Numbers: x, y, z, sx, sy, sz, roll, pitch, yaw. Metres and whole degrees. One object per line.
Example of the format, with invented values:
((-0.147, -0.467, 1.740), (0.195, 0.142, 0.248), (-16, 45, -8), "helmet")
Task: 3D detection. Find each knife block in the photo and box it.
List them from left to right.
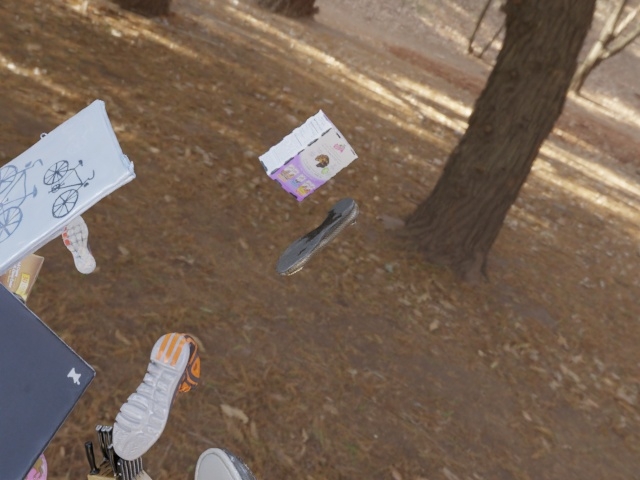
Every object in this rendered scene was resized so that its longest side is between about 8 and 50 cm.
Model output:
((-0.551, 0.631, 1.540), (0.242, 0.275, 0.088), (43, 26, 8), "knife block")

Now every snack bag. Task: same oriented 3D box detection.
((-0.522, -0.110, 1.132), (0.323, 0.342, 0.037), (53, 0, 43), "snack bag")

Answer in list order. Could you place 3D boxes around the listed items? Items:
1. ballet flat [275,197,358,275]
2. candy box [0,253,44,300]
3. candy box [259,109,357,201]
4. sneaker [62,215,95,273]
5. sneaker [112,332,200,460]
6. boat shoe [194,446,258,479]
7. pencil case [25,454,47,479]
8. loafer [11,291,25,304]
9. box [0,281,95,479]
((0.000, 0.000, 1.319), (0.250, 0.058, 0.084), (-45, 34, -22), "ballet flat")
((-1.043, 0.090, 1.793), (0.316, 0.087, 0.183), (21, 49, -20), "candy box")
((-0.027, -0.209, 1.477), (0.070, 0.196, 0.165), (60, 11, 31), "candy box")
((-0.616, 0.006, 1.488), (0.061, 0.158, 0.065), (-13, 18, -21), "sneaker")
((-0.387, 0.392, 1.474), (0.124, 0.321, 0.180), (25, -10, 14), "sneaker")
((-0.077, 0.447, 0.817), (0.095, 0.112, 0.335), (8, 50, -58), "boat shoe")
((-0.768, 0.508, 1.199), (0.160, 0.167, 0.386), (19, -3, 40), "pencil case")
((-0.549, 0.150, 0.970), (0.111, 0.112, 0.319), (5, 16, -24), "loafer")
((-0.445, 0.216, 0.585), (0.183, 0.294, 0.296), (55, 31, -24), "box")
